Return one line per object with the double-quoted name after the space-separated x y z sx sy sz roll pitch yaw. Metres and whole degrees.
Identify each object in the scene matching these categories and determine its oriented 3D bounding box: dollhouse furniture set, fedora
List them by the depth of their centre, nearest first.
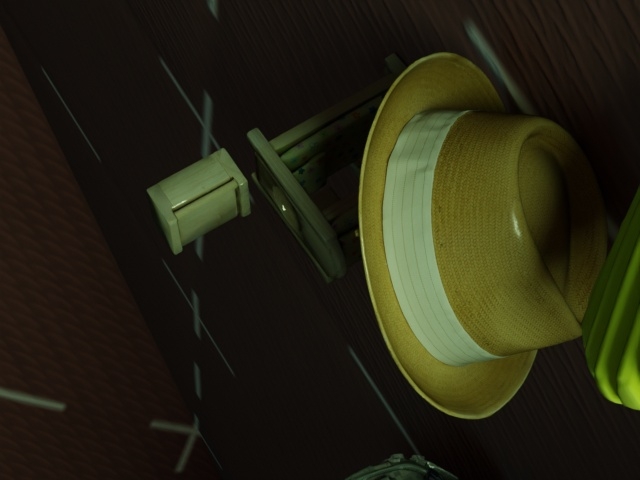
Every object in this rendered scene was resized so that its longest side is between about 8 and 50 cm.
0.095 -0.004 0.857 0.079 0.194 0.194 -4 122 36 "fedora"
0.000 0.000 1.066 0.101 0.182 0.161 54 165 24 "dollhouse furniture set"

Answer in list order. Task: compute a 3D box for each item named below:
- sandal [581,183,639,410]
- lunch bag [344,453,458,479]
0.193 0.033 0.596 0.138 0.126 0.317 20 -171 -12 "sandal"
0.070 0.325 1.438 0.256 0.212 0.305 61 164 7 "lunch bag"
